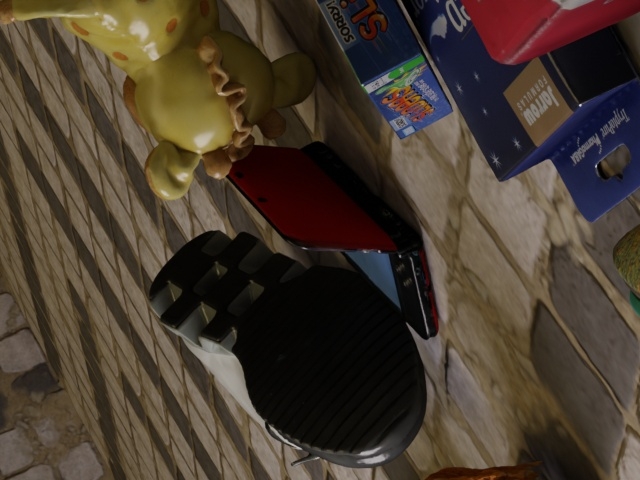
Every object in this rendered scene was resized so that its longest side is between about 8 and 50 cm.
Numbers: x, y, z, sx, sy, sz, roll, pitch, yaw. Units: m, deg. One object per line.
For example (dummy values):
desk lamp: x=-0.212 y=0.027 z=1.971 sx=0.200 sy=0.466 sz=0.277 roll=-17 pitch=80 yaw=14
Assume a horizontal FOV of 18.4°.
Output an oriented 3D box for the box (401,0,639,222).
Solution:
box: x=0.078 y=-0.114 z=0.908 sx=0.225 sy=0.036 sz=0.136 roll=61 pitch=165 yaw=7

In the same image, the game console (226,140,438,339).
game console: x=0.000 y=0.000 z=1.266 sx=0.144 sy=0.085 sz=0.124 roll=47 pitch=158 yaw=50

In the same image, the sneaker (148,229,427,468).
sneaker: x=0.004 y=0.097 z=1.403 sx=0.146 sy=0.122 sz=0.330 roll=52 pitch=172 yaw=-29

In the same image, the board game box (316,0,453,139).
board game box: x=0.001 y=-0.157 z=1.008 sx=0.201 sy=0.035 sz=0.136 roll=63 pitch=-174 yaw=13

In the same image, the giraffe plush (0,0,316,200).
giraffe plush: x=-0.092 y=-0.129 z=1.234 sx=0.170 sy=0.181 sz=0.210 roll=57 pitch=-174 yaw=-21

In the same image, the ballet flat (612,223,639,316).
ballet flat: x=0.205 y=0.015 z=0.566 sx=0.348 sy=0.123 sz=0.123 roll=38 pitch=150 yaw=61

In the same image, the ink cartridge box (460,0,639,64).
ink cartridge box: x=0.088 y=-0.205 z=0.531 sx=0.226 sy=0.131 sz=0.306 roll=64 pitch=164 yaw=4

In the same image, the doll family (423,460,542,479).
doll family: x=0.123 y=0.221 z=1.191 sx=0.163 sy=0.118 sz=0.263 roll=26 pitch=147 yaw=40
